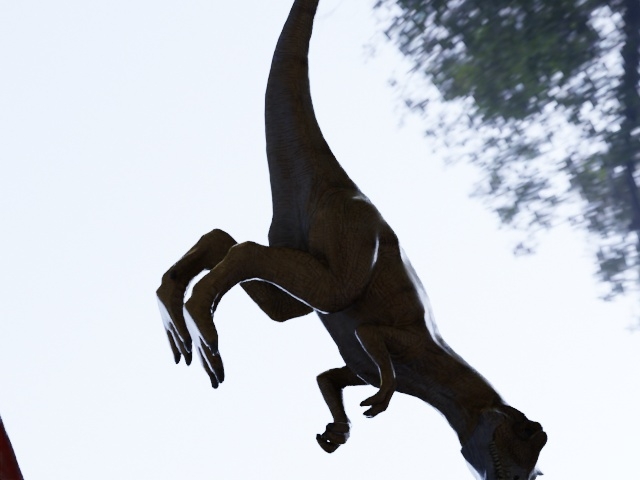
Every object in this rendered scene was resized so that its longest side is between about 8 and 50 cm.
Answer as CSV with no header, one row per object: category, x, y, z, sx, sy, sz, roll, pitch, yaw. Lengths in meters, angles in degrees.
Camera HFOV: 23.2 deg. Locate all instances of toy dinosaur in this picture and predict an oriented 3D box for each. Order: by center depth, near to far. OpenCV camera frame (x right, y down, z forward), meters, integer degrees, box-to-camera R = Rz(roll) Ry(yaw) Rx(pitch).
toy dinosaur,0.000,0.000,0.520,0.112,0.064,0.211,-21,-107,-16

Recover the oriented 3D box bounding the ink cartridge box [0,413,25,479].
ink cartridge box,-0.270,0.015,0.529,0.091,0.385,0.308,-41,-48,-38
